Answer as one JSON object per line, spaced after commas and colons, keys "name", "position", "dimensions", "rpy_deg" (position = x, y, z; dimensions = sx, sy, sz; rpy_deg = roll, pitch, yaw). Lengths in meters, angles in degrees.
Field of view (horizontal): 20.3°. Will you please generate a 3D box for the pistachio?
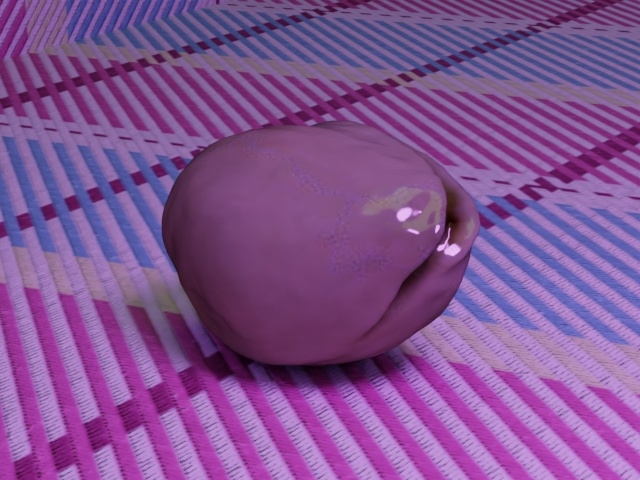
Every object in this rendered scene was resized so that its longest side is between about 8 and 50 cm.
{"name": "pistachio", "position": [0.000, 0.000, 1.487], "dimensions": [0.332, 0.208, 0.226], "rpy_deg": [10, 62, 56]}
